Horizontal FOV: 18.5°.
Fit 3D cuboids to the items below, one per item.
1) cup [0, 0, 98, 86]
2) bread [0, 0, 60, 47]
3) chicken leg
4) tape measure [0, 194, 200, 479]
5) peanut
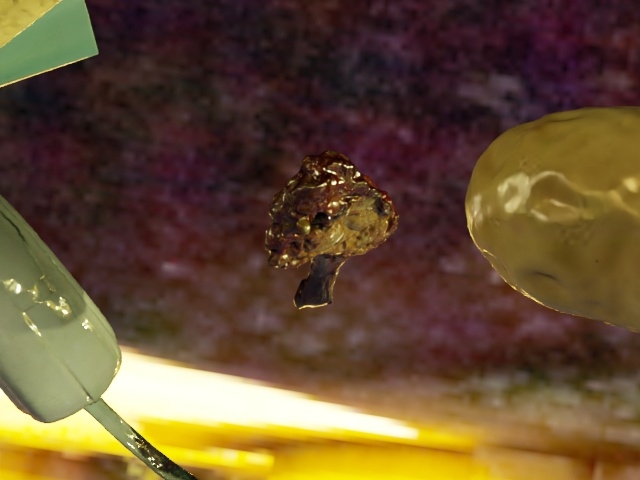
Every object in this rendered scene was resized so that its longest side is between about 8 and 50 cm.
[{"bbox_3d":[-0.315,-0.170,1.582,0.235,0.134,0.148,-26,148,-8],"label":"cup"},{"bbox_3d":[-0.223,-0.201,1.051,0.178,0.240,0.135,-38,135,12],"label":"bread"},{"bbox_3d":[0.004,-0.003,0.874,0.037,0.062,0.145,45,176,16],"label":"chicken leg"},{"bbox_3d":[-0.125,0.098,1.105,0.330,0.084,0.164,50,177,-3],"label":"tape measure"},{"bbox_3d":[0.222,0.012,1.012,0.319,0.147,0.147,18,173,20],"label":"peanut"}]
